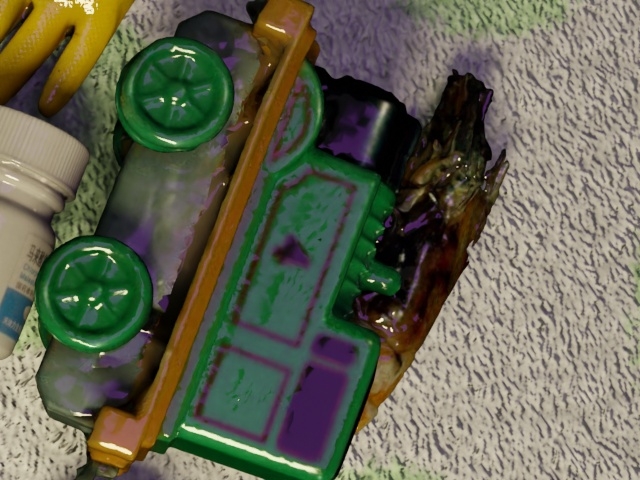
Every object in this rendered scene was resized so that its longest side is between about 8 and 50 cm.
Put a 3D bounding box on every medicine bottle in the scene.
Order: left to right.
[{"bbox_3d":[-0.242,-0.006,1.387,0.105,0.105,0.168,24,78,-18],"label":"medicine bottle"}]

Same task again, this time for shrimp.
[{"bbox_3d":[0.000,0.000,1.507,0.233,0.071,0.365,32,80,-11],"label":"shrimp"}]

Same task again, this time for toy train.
[{"bbox_3d":[-0.059,0.013,1.381,0.249,0.178,0.429,22,78,-3],"label":"toy train"}]

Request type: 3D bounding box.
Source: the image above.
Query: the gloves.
[{"bbox_3d":[-0.182,-0.216,1.438,0.133,0.116,0.294,40,79,-7],"label":"gloves"}]
